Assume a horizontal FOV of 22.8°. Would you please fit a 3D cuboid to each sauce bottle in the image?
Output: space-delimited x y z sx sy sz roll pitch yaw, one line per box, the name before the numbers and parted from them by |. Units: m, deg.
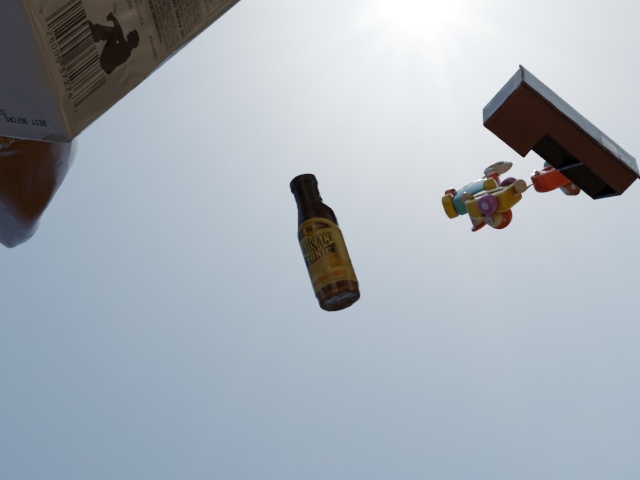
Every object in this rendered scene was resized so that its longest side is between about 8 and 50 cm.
sauce bottle | 0.000 0.000 1.406 0.042 0.042 0.128 12 -131 -45

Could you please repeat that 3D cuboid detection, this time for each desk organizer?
desk organizer | 0.197 -0.081 1.302 0.130 0.050 0.047 37 -159 -11

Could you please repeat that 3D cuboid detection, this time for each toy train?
toy train | 0.194 -0.046 1.563 0.125 0.166 0.046 -28 -80 -22

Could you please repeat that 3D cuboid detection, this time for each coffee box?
coffee box | -0.152 -0.193 1.038 0.297 0.168 0.119 -48 -45 -42

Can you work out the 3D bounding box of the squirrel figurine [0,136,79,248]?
squirrel figurine | -0.265 -0.240 1.356 0.281 0.397 0.370 30 -110 -14
